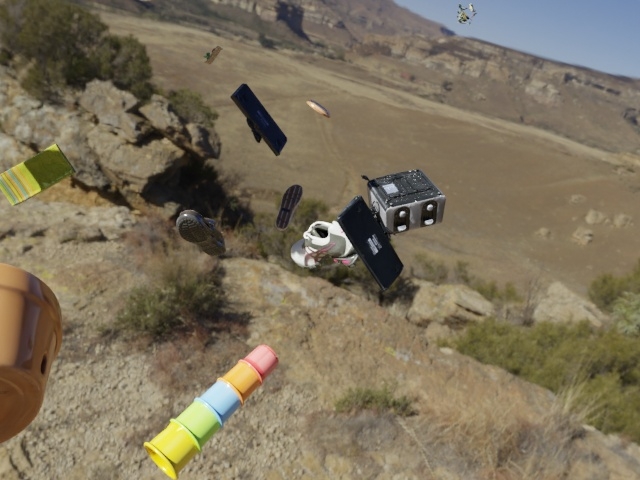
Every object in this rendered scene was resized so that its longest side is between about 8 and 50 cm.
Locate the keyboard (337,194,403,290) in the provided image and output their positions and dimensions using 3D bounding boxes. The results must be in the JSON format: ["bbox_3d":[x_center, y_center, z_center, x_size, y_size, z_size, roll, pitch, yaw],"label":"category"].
[{"bbox_3d":[0.101,0.001,0.991,0.100,0.192,0.038,-44,26,-24],"label":"keyboard"}]

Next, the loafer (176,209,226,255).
[{"bbox_3d":[-0.336,-0.031,1.415,0.080,0.220,0.078,-11,62,9],"label":"loafer"}]

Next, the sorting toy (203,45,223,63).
[{"bbox_3d":[-0.306,-0.526,1.421,0.012,0.062,0.083,43,11,-8],"label":"sorting toy"}]

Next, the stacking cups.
[{"bbox_3d":[-0.213,0.336,1.049,0.096,0.096,0.316,29,51,25],"label":"stacking cups"}]

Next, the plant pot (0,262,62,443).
[{"bbox_3d":[-0.582,0.208,0.833,0.290,0.291,0.203,1,31,-34],"label":"plant pot"}]

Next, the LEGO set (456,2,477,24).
[{"bbox_3d":[0.365,-0.570,1.275,0.083,0.054,0.023,-21,5,-38],"label":"LEGO set"}]

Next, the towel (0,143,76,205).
[{"bbox_3d":[-0.872,-0.197,1.534,0.237,0.102,0.021,-25,21,10],"label":"towel"}]

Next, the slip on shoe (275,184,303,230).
[{"bbox_3d":[-0.086,-0.089,1.378,0.051,0.135,0.041,18,-11,2],"label":"slip on shoe"}]

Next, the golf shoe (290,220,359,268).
[{"bbox_3d":[0.000,0.000,1.283,0.272,0.105,0.120,-7,-46,51],"label":"golf shoe"}]

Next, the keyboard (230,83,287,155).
[{"bbox_3d":[-0.152,-0.287,1.226,0.180,0.023,0.108,50,36,-25],"label":"keyboard"}]

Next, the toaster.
[{"bbox_3d":[0.219,-0.106,1.347,0.168,0.110,0.186,-13,38,-10],"label":"toaster"}]

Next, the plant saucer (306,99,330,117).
[{"bbox_3d":[-0.004,-0.393,1.491,0.083,0.013,0.083,32,19,-12],"label":"plant saucer"}]
